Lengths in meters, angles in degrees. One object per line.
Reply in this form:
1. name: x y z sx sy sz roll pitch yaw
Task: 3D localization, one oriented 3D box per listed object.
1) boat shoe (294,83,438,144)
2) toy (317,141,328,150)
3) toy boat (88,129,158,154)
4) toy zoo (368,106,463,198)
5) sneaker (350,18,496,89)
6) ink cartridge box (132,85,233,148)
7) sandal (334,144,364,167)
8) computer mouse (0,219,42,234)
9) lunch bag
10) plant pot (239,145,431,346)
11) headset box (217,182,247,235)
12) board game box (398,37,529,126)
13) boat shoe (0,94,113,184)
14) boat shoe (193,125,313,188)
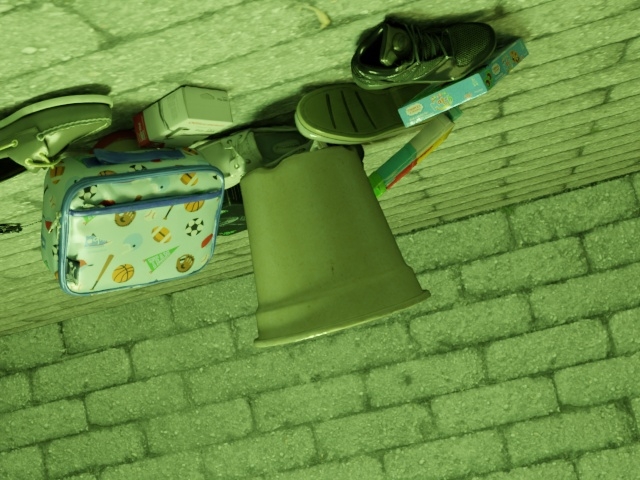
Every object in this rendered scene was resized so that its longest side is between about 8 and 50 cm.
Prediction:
1. boat shoe: 0.078 -0.217 1.538 0.302 0.113 0.103 -9 165 -31
2. toy: 0.018 -0.139 1.853 0.056 0.137 0.237 -34 173 -8
3. toy boat: -0.375 -0.102 1.512 0.151 0.151 0.231 0 133 -42
4. toy zoo: 0.188 -0.177 1.809 0.293 0.030 0.192 -41 174 3
5. sneaker: 0.157 -0.287 1.286 0.227 0.087 0.130 -8 178 4
6. ink cartridge box: -0.224 -0.197 1.391 0.135 0.056 0.099 -20 169 41
7. sandal: 0.065 -0.181 1.860 0.054 0.097 0.254 -39 177 -12
8. computer mouse: -0.634 -0.028 1.925 0.242 0.041 0.071 -11 172 -12
9. lunch bag: -0.311 -0.039 1.406 0.303 0.115 0.243 -11 131 -36
10. plant pot: 0.000 0.000 1.550 0.334 0.305 0.334 -16 179 0
11. headset box: -0.203 -0.099 1.818 0.246 0.131 0.283 -18 171 33
12. board game box: 0.243 -0.267 1.436 0.160 0.039 0.211 -20 -167 39
13. boat shoe: -0.443 -0.142 1.290 0.305 0.091 0.109 -15 171 15
14. boat shoe: -0.140 -0.168 1.604 0.277 0.098 0.096 -20 174 -21
